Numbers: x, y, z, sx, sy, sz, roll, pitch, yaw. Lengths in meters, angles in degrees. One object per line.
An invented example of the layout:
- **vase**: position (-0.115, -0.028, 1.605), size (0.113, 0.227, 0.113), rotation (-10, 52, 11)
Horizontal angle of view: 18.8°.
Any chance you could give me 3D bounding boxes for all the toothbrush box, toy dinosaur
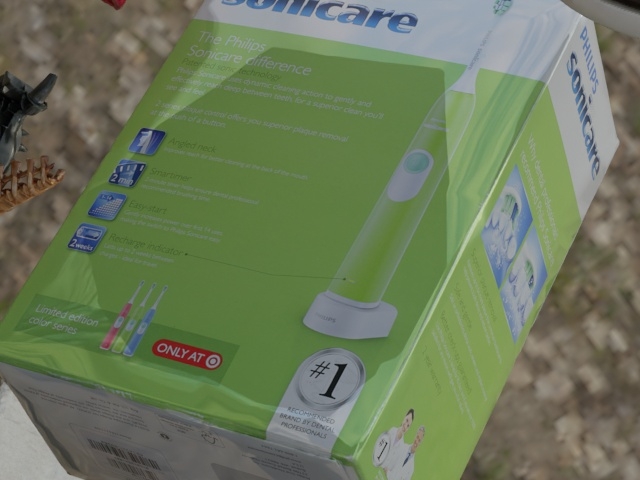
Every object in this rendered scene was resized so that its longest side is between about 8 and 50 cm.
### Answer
- **toothbrush box**: position (0.000, 0.000, 0.976), size (0.283, 0.206, 0.122), rotation (-63, 150, -27)
- **toy dinosaur**: position (-0.306, -0.051, 1.487), size (0.322, 0.164, 0.218), rotation (13, 68, 24)

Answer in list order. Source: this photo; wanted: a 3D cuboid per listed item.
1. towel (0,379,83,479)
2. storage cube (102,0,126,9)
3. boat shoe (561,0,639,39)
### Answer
- **towel**: position (-0.292, 0.268, 2.039), size (0.187, 0.049, 0.282), rotation (32, 29, -11)
- **storage cube**: position (-0.130, -0.252, 0.864), size (0.215, 0.183, 0.193), rotation (32, 84, 19)
- **boat shoe**: position (0.229, -0.129, 0.791), size (0.116, 0.324, 0.096), rotation (-38, 129, -34)
